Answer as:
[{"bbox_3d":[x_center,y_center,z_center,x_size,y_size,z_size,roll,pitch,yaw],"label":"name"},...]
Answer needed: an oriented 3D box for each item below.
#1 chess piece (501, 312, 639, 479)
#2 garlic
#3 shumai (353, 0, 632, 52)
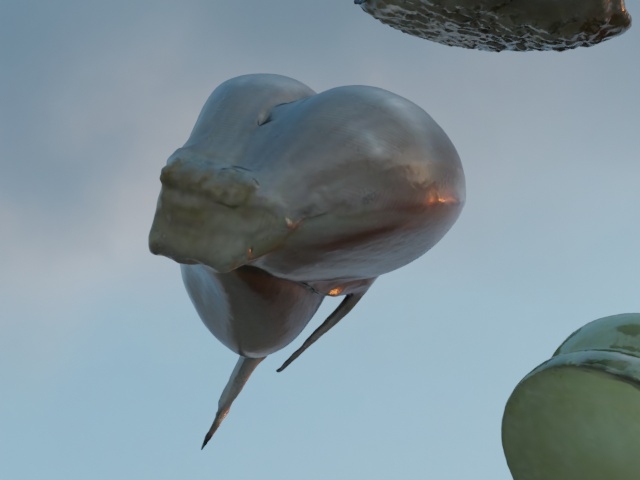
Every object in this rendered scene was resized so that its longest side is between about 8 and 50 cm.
[{"bbox_3d":[0.226,0.058,1.077,0.144,0.251,0.144,24,-45,27],"label":"chess piece"},{"bbox_3d":[0.000,0.000,1.590,0.232,0.245,0.340,8,-35,9],"label":"garlic"},{"bbox_3d":[0.092,-0.162,1.029,0.146,0.116,0.145,8,-3,1],"label":"shumai"}]
